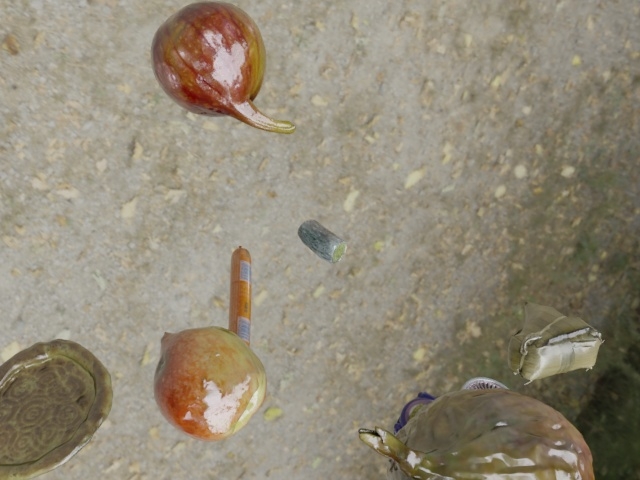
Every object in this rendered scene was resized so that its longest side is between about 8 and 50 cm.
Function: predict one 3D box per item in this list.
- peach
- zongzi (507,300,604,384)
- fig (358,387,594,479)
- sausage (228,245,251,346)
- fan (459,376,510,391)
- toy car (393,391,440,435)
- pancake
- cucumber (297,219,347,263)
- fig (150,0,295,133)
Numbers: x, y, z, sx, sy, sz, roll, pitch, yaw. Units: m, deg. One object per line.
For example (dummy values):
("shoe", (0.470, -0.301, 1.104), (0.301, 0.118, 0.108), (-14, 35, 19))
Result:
("peach", (-0.245, 0.285, 1.538), (0.232, 0.257, 0.232), (-50, 164, -20))
("zongzi", (0.402, 0.178, 1.402), (0.194, 0.197, 0.099), (-7, 119, -31))
("fig", (0.158, 0.293, 0.925), (0.369, 0.286, 0.286), (33, 90, -32))
("sausage", (-0.192, 0.145, 1.771), (0.053, 0.348, 0.053), (-2, 138, -2))
("fan", (0.297, 0.356, 1.395), (0.244, 0.130, 0.074), (-42, 160, -49))
("toy car", (0.291, 0.470, 1.807), (0.172, 0.235, 0.158), (-49, 148, -14))
("pancake", (-0.438, 0.261, 1.135), (0.250, 0.250, 0.031), (-38, 140, -21))
("cucumber", (0.002, 0.001, 1.617), (0.064, 0.112, 0.064), (-39, 150, -28))
("fig", (-0.143, -0.238, 1.070), (0.175, 0.207, 0.175), (-26, 169, -6))
